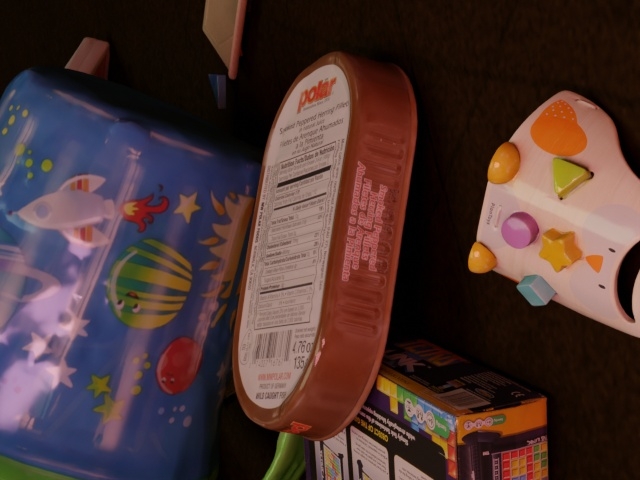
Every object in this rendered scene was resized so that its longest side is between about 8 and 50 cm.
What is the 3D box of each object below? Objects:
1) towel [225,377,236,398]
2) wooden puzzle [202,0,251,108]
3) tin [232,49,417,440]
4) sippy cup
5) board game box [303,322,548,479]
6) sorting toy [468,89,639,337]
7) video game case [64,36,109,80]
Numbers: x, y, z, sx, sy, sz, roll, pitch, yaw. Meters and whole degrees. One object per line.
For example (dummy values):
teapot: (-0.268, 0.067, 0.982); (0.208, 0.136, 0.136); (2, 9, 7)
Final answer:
towel: (-0.075, 0.052, 0.929); (0.148, 0.027, 0.110); (133, 127, -61)
wooden puzzle: (-0.058, -0.148, 0.847); (0.116, 0.014, 0.078); (106, 152, -43)
tin: (0.000, 0.000, 0.651); (0.106, 0.040, 0.190); (-11, 67, 58)
sippy cup: (-0.137, 0.024, 0.802); (0.240, 0.305, 0.224); (-114, 46, -77)
board game box: (0.046, 0.122, 0.641); (0.170, 0.048, 0.141); (-157, 60, -64)
sorting toy: (0.099, -0.001, 0.501); (0.075, 0.045, 0.083); (34, 130, 36)
video game case: (-0.228, -0.010, 1.086); (0.285, 0.025, 0.204); (-73, -4, -52)
